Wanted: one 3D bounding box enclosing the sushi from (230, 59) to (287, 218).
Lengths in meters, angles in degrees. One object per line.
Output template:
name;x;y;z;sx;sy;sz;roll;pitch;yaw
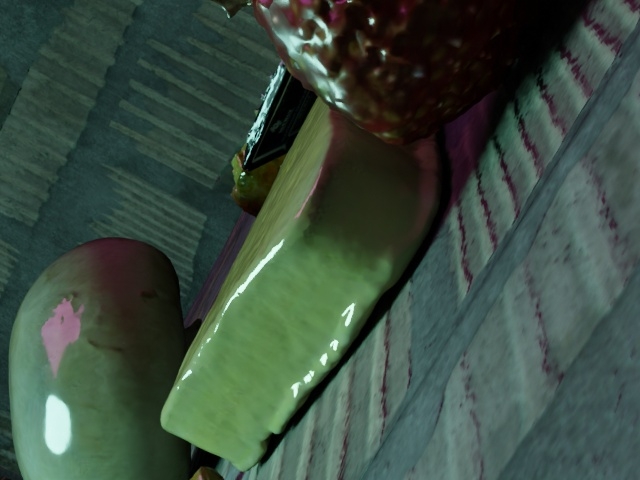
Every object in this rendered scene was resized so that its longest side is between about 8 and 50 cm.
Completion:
sushi;-0.012;-0.138;1.616;0.274;0.139;0.184;-55;12;34

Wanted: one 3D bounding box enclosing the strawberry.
strawberry;0.044;-0.250;0.932;0.343;0.292;0.292;-60;5;-22

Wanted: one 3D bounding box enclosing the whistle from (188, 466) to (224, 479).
whistle;-0.169;0.301;1.274;0.220;0.107;0.057;-46;6;13

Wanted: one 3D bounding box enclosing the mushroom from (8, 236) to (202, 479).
mushroom;-0.216;0.175;1.573;0.362;0.294;0.363;179;90;-73

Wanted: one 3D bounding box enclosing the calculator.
calculator;0.033;-0.168;1.338;0.274;0.028;0.166;-30;-22;-42

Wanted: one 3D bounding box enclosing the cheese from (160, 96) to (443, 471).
cheese;-0.001;0.001;1.102;0.384;0.104;0.384;-61;7;12
